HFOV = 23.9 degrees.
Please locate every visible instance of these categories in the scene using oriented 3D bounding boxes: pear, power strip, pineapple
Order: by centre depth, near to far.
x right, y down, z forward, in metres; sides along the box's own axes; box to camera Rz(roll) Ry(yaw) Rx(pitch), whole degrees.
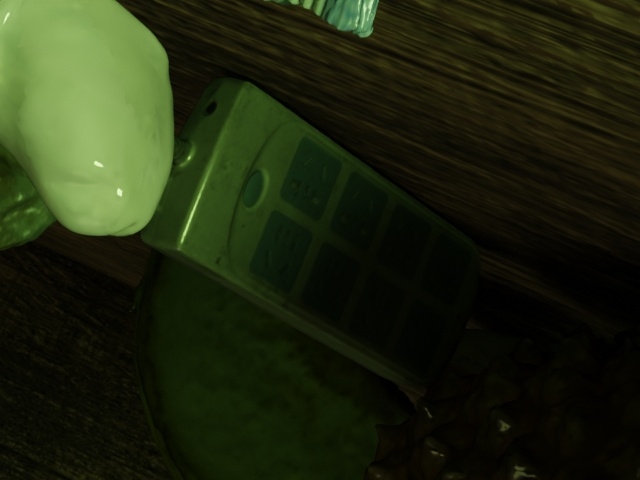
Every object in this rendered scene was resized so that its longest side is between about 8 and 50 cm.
[{"bbox_3d":[0.167,0.121,0.603,0.222,0.223,0.357,27,155,-18],"label":"pineapple"},{"bbox_3d":[0.000,0.000,0.675,0.029,0.080,0.227,14,167,45],"label":"power strip"},{"bbox_3d":[0.000,0.119,0.924,0.288,0.139,0.239,50,-173,22],"label":"pear"}]

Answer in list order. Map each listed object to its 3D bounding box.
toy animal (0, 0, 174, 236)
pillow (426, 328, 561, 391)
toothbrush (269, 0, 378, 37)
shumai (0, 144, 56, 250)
[{"bbox_3d":[-0.203,-0.016,0.393,0.206,0.265,0.272,23,163,40],"label":"toy animal"},{"bbox_3d":[0.199,0.154,0.942,0.312,0.119,0.310,28,171,12],"label":"pillow"},{"bbox_3d":[-0.102,-0.114,0.442,0.304,0.030,0.030,24,173,32],"label":"toothbrush"},{"bbox_3d":[-0.229,-0.097,0.671,0.222,0.204,0.271,22,-153,36],"label":"shumai"}]
